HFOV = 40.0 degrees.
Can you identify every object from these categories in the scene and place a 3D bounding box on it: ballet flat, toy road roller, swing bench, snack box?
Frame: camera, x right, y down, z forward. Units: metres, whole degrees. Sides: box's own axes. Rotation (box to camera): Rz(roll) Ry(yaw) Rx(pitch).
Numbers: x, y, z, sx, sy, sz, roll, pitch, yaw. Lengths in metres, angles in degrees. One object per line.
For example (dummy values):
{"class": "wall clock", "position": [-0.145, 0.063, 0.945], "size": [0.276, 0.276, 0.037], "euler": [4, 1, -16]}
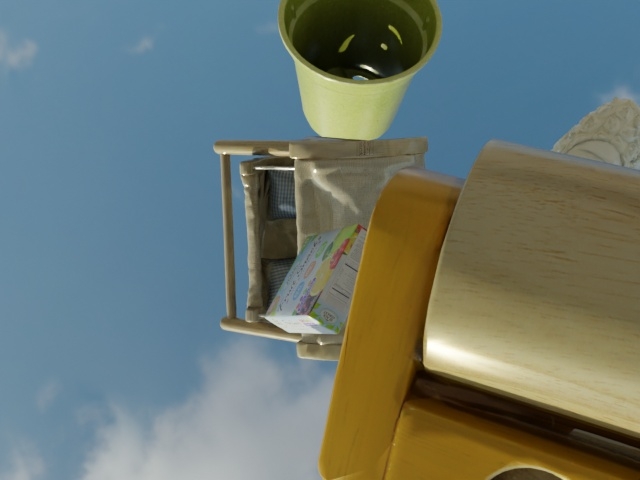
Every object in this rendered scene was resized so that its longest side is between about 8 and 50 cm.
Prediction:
{"class": "ballet flat", "position": [0.388, -0.052, 1.435], "size": [0.409, 0.147, 0.147], "euler": [-49, -135, 16]}
{"class": "toy road roller", "position": [0.129, 0.110, 0.482], "size": [0.202, 0.330, 0.240], "euler": [16, -162, 18]}
{"class": "swing bench", "position": [0.000, 0.000, 1.089], "size": [0.165, 0.254, 0.254], "euler": [-8, -170, -34]}
{"class": "snack box", "position": [0.001, 0.040, 0.861], "size": [0.100, 0.037, 0.141], "euler": [-60, -165, -14]}

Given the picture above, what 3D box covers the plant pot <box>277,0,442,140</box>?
{"class": "plant pot", "position": [0.061, -0.314, 1.576], "size": [0.275, 0.254, 0.276], "euler": [1, -117, -2]}
